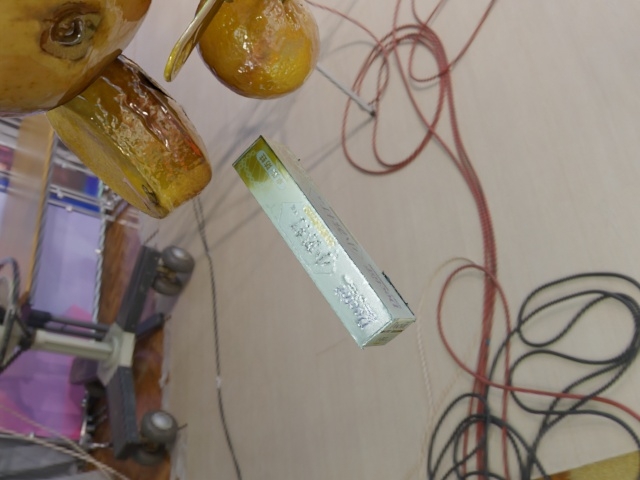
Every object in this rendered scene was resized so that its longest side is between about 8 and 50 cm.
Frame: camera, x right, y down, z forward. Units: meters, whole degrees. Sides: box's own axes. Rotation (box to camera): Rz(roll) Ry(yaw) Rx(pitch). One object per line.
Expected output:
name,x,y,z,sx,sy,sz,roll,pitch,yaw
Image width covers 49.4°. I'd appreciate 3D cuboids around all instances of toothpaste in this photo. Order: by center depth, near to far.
toothpaste,0.000,0.000,0.911,0.071,0.089,0.313,-42,68,16

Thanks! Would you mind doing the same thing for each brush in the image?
brush,-0.099,-0.242,0.681,0.103,0.013,0.272,121,170,-49

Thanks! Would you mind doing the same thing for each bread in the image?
bread,-0.279,-0.158,1.033,0.142,0.269,0.195,-51,19,-22

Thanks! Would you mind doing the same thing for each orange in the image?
orange,-0.085,-0.279,0.951,0.155,0.177,0.177,-34,49,25

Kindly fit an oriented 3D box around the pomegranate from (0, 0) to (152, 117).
pomegranate,-0.390,-0.319,0.733,0.411,0.411,0.411,-26,55,44
